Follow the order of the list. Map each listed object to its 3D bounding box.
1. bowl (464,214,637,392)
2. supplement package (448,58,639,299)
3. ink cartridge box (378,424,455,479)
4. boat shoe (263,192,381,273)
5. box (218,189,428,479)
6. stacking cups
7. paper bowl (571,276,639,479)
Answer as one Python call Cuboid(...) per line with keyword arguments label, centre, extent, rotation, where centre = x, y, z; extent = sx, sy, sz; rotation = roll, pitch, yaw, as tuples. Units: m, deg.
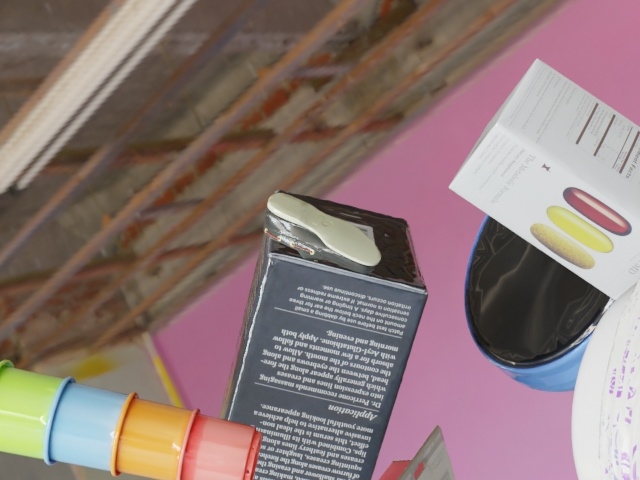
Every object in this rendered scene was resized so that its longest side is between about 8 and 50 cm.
Cuboid(label="bowl", centre=(0.364, 0.033, 1.666), extent=(0.077, 0.391, 0.391), rotation=(23, -40, -29))
Cuboid(label="supplement package", centre=(0.302, -0.070, 1.295), extent=(0.134, 0.244, 0.139), rotation=(-55, -2, -36))
Cuboid(label="ink cartridge box", centre=(0.154, 0.524, 2.025), extent=(0.130, 0.272, 0.309), rotation=(-11, 9, 25))
Cuboid(label="boat shoe", centre=(0.001, -0.001, 1.101), extent=(0.049, 0.133, 0.042), rotation=(-35, -34, -50))
Cuboid(label="box", centre=(-0.014, 0.172, 1.529), extent=(0.211, 0.396, 0.293), rotation=(14, 18, -5))
Cuboid(label="stacking cups", centre=(-0.213, 0.168, 1.023), extent=(0.316, 0.096, 0.096), rotation=(9, -12, 4))
Cuboid(label="paper bowl", centre=(0.287, 0.127, 0.774), extent=(0.284, 0.284, 0.148), rotation=(-16, 12, -40))
